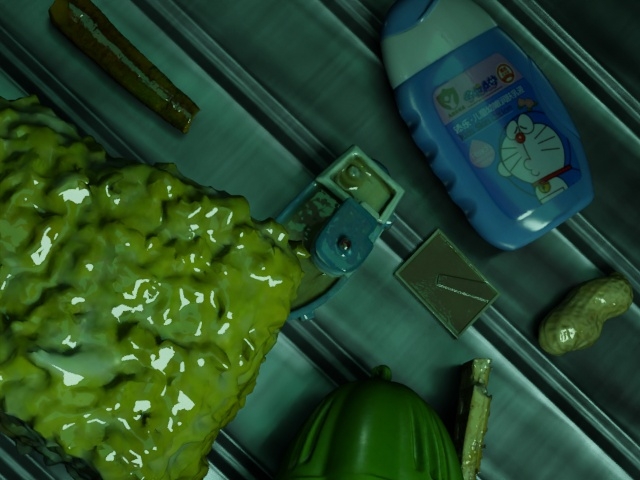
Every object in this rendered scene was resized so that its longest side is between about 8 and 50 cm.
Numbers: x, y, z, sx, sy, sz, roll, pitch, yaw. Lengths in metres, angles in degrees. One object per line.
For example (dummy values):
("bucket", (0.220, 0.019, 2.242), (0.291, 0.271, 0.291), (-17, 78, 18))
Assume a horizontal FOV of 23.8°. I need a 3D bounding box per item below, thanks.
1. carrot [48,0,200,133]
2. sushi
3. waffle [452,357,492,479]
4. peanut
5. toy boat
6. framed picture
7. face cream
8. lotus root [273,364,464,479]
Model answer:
("carrot", (-0.178, -0.164, 1.398), (0.171, 0.042, 0.042), (41, 74, -5))
("sushi", (-0.215, 0.048, 1.172), (0.351, 0.396, 0.240), (28, 75, 0))
("waffle", (0.138, 0.174, 1.394), (0.021, 0.092, 0.135), (9, 80, -1))
("peanut", (0.256, 0.070, 1.462), (0.113, 0.054, 0.054), (-37, 91, -17))
("toy boat", (0.000, 0.000, 1.384), (0.088, 0.102, 0.215), (42, 75, -2))
("framed picture", (0.122, 0.041, 1.455), (0.089, 0.007, 0.066), (45, 73, -3))
("face cream", (0.153, -0.126, 1.451), (0.149, 0.083, 0.264), (-32, 89, -20))
("lotus root", (0.046, 0.187, 1.345), (0.186, 0.186, 0.186), (2, 80, -13))
